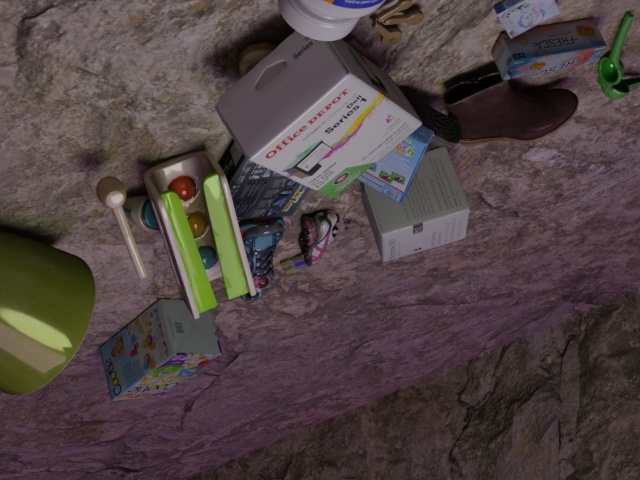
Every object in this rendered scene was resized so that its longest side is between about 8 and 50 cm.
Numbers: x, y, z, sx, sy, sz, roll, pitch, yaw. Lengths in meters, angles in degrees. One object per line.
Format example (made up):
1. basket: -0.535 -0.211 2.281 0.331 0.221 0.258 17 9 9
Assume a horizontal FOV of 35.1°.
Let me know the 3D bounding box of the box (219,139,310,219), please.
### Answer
1. box: -0.097 -0.119 1.841 0.183 0.059 0.233 -5 154 -28

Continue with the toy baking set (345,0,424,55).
1. toy baking set: 0.061 -0.342 1.492 0.196 0.030 0.256 -20 160 -5

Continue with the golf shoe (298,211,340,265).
1. golf shoe: 0.000 0.000 2.178 0.085 0.068 0.186 -15 157 -12

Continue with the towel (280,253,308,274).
1. towel: -0.059 0.055 2.335 0.060 0.009 0.083 -19 157 0

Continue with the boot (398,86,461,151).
1. boot: 0.128 -0.188 1.845 0.189 0.076 0.208 30 154 -27

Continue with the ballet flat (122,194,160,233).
1. ballet flat: -0.272 -0.039 1.888 0.086 0.086 0.248 -30 153 27

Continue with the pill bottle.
1. pill bottle: 0.037 -0.370 1.238 0.152 0.152 0.272 -7 155 -25

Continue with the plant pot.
1. plant pot: -0.588 0.088 1.730 0.274 0.275 0.293 -28 140 23

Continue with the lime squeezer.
1. lime squeezer: 0.569 -0.319 1.891 0.109 0.059 0.310 -26 156 19

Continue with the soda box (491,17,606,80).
1. soda box: 0.389 -0.326 1.726 0.183 0.063 0.058 -12 157 -15

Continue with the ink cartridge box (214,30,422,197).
1. ink cartridge box: 0.003 -0.193 1.557 0.201 0.117 0.278 -39 155 16

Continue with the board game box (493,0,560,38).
1. board game box: 0.334 -0.372 1.634 0.090 0.020 0.090 -25 157 17

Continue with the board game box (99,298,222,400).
1. board game box: -0.381 0.261 2.394 0.142 0.144 0.275 5 149 -44

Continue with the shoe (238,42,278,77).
1. shoe: -0.077 -0.235 1.587 0.076 0.058 0.219 -18 158 -1

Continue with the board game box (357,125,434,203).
1. board game box: 0.101 -0.163 1.788 0.039 0.160 0.211 -58 174 -25

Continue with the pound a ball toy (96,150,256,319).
1. pound a ball toy: -0.254 -0.017 1.763 0.208 0.136 0.319 -22 128 -13

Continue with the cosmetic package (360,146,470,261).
1. cosmetic package: 0.188 -0.072 2.044 0.183 0.152 0.151 -17 157 -2

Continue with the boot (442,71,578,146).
1. boot: 0.349 -0.248 1.840 0.248 0.090 0.207 -18 160 8

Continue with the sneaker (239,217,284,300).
1. sneaker: -0.122 0.043 2.109 0.104 0.125 0.262 -10 156 -20
